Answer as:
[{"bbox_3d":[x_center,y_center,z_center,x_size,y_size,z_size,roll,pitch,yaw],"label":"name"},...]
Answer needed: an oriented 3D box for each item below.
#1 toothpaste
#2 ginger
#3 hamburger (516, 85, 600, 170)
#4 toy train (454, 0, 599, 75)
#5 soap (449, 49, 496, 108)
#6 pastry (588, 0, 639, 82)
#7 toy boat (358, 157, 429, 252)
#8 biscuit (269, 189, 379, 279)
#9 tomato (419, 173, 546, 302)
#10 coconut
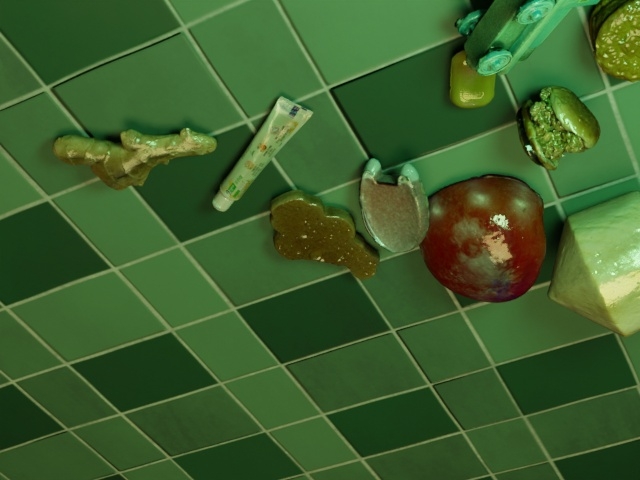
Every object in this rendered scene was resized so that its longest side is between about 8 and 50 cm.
[{"bbox_3d":[-0.134,-0.173,2.079,0.056,0.058,0.314,50,124,13],"label":"toothpaste"},{"bbox_3d":[-0.381,-0.176,2.062,0.334,0.081,0.147,-10,119,9],"label":"ginger"},{"bbox_3d":[0.459,-0.230,1.945,0.131,0.159,0.185,-30,148,32],"label":"hamburger"},{"bbox_3d":[0.369,-0.402,1.755,0.194,0.120,0.298,-14,162,-23],"label":"toy train"},{"bbox_3d":[0.295,-0.316,1.936,0.089,0.045,0.140,-1,136,5],"label":"soap"},{"bbox_3d":[0.584,-0.386,1.824,0.189,0.103,0.188,0,135,0],"label":"pastry"},{"bbox_3d":[0.165,-0.079,2.144,0.155,0.085,0.227,8,128,26],"label":"toy boat"},{"bbox_3d":[0.008,-0.004,2.251,0.320,0.047,0.183,27,132,-24],"label":"biscuit"},{"bbox_3d":[0.355,0.029,2.196,0.290,0.176,0.334,1,137,4],"label":"tomato"},{"bbox_3d":[0.638,0.055,2.151,0.329,0.328,0.328,0,135,0],"label":"coconut"}]
